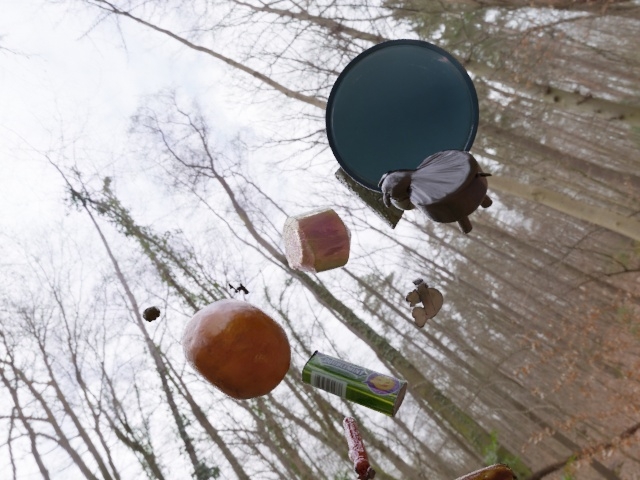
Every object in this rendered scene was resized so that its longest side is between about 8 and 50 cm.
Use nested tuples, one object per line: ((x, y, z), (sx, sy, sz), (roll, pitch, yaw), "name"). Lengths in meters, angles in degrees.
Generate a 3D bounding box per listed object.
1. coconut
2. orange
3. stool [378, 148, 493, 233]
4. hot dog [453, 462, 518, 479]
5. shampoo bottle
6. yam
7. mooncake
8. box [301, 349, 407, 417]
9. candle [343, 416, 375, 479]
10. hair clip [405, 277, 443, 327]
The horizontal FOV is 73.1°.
((0.000, 0.000, 1.556), (0.245, 0.233, 0.233), (-14, -52, -29), "coconut")
((-0.212, 0.273, 1.114), (0.226, 0.284, 0.284), (-58, -33, -15), "orange")
((0.206, -0.086, 0.779), (0.121, 0.217, 0.125), (45, -126, -41), "stool")
((0.445, 0.715, 1.211), (0.269, 0.115, 0.072), (-10, -53, -14), "hot dog")
((0.195, -0.283, 1.089), (0.331, 0.331, 0.342), (-64, -4, 10), "shampoo bottle")
((0.206, -0.190, 1.591), (0.168, 0.304, 0.168), (-45, -13, -13), "yam")
((-0.420, 0.205, 1.475), (0.346, 0.057, 0.150), (-23, -30, -12), "mooncake")
((0.110, 0.483, 1.485), (0.134, 0.345, 0.097), (-32, -51, -54), "box")
((0.102, 0.596, 1.266), (0.048, 0.051, 0.329), (-62, 4, -1), "candle")
((0.333, 0.193, 1.367), (0.116, 0.049, 0.172), (-23, -61, 4), "hair clip")
